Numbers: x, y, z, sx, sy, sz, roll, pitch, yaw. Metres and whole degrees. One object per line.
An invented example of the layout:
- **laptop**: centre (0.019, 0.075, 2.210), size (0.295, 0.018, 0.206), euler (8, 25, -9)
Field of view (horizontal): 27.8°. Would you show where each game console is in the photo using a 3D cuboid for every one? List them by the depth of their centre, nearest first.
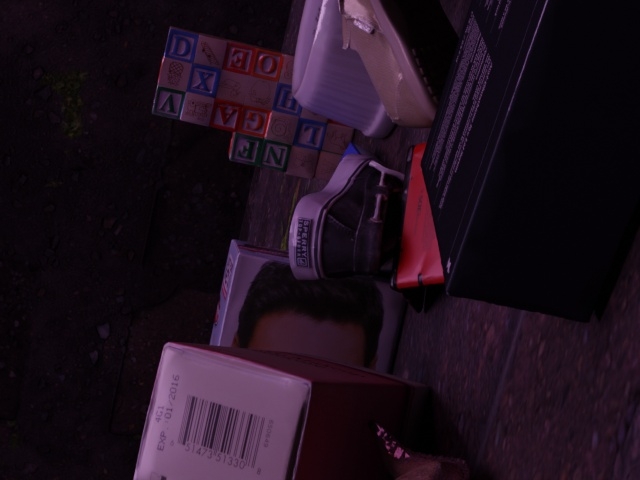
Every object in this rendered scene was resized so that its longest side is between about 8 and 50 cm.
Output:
- **game console**: centre (0.117, -0.014, 1.215), size (0.124, 0.085, 0.144), euler (-11, 65, 47)

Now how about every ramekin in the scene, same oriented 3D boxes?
- **ramekin**: centre (0.048, -0.272, 1.637), size (0.273, 0.127, 0.273), euler (-168, 90, -81)

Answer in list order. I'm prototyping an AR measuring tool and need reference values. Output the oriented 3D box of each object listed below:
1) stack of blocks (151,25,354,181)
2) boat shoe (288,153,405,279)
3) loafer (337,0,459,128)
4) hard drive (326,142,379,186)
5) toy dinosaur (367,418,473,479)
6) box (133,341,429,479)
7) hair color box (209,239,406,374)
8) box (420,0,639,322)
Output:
- **stack of blocks**: centre (-0.096, -0.201, 1.925), size (0.087, 0.297, 0.171), euler (-120, 43, -77)
- **boat shoe**: centre (0.056, -0.025, 1.322), size (0.306, 0.104, 0.113), euler (-28, -59, -75)
- **loafer**: centre (0.058, -0.222, 1.231), size (0.092, 0.102, 0.269), euler (-31, 74, 47)
- **hard drive**: centre (-0.011, 0.040, 1.628), size (0.319, 0.040, 0.210), euler (-62, 11, 9)
- **toy dinosaur**: centre (0.067, 0.220, 0.911), size (0.296, 0.127, 0.200), euler (-70, 6, -51)
- **box**: centre (-0.026, 0.166, 1.113), size (0.232, 0.148, 0.127), euler (13, -92, -62)
- **hair color box**: centre (-0.041, 0.202, 1.396), size (0.113, 0.185, 0.375), euler (-131, 53, -80)
- **box**: centre (0.151, -0.110, 0.812), size (0.184, 0.103, 0.261), euler (-87, 12, -61)
